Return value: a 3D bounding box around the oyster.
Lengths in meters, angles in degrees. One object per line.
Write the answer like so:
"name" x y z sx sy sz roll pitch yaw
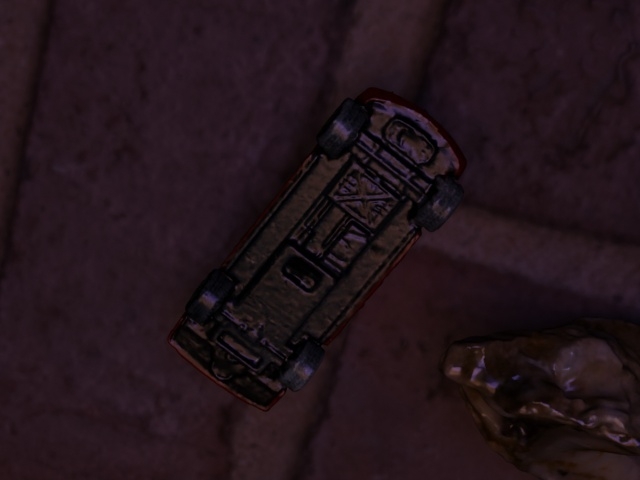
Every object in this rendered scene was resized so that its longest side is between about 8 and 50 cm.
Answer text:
"oyster" 0.214 0.124 0.656 0.341 0.110 0.166 26 142 -8

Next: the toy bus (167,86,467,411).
"toy bus" 0.000 0.000 0.655 0.081 0.089 0.195 37 106 -7
